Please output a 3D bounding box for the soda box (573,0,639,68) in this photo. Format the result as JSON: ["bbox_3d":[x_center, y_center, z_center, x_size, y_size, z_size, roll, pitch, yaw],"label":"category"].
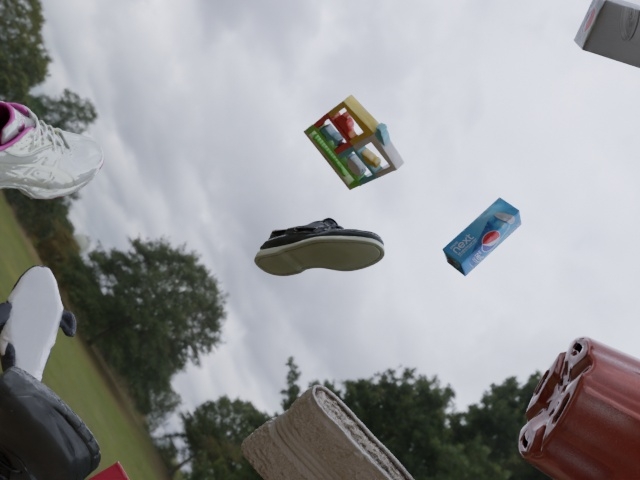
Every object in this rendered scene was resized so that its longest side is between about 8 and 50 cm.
[{"bbox_3d":[0.629,-0.363,1.205,0.286,0.091,0.098,18,-59,-1],"label":"soda box"}]

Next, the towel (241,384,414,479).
[{"bbox_3d":[0.033,0.337,0.872,0.282,0.049,0.187,46,-56,0],"label":"towel"}]

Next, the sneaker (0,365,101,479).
[{"bbox_3d":[-0.296,0.247,0.645,0.109,0.130,0.286,27,-50,24],"label":"sneaker"}]

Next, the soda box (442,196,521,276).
[{"bbox_3d":[0.417,-0.010,1.680,0.071,0.210,0.067,43,-9,38],"label":"soda box"}]

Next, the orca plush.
[{"bbox_3d":[-0.552,0.198,1.257,0.102,0.151,0.287,-24,-101,54],"label":"orca plush"}]

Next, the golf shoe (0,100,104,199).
[{"bbox_3d":[-0.429,-0.134,0.954,0.140,0.306,0.115,-45,-104,30],"label":"golf shoe"}]

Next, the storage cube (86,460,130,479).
[{"bbox_3d":[-0.355,0.520,1.054,0.215,0.193,0.184,26,-43,50],"label":"storage cube"}]

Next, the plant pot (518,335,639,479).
[{"bbox_3d":[0.447,0.284,0.926,0.265,0.272,0.272,29,-28,9],"label":"plant pot"}]

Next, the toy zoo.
[{"bbox_3d":[0.079,-0.223,1.507,0.192,0.030,0.293,50,-21,-9],"label":"toy zoo"}]

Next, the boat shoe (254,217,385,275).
[{"bbox_3d":[0.002,0.003,1.480,0.340,0.113,0.127,-13,-44,40],"label":"boat shoe"}]
